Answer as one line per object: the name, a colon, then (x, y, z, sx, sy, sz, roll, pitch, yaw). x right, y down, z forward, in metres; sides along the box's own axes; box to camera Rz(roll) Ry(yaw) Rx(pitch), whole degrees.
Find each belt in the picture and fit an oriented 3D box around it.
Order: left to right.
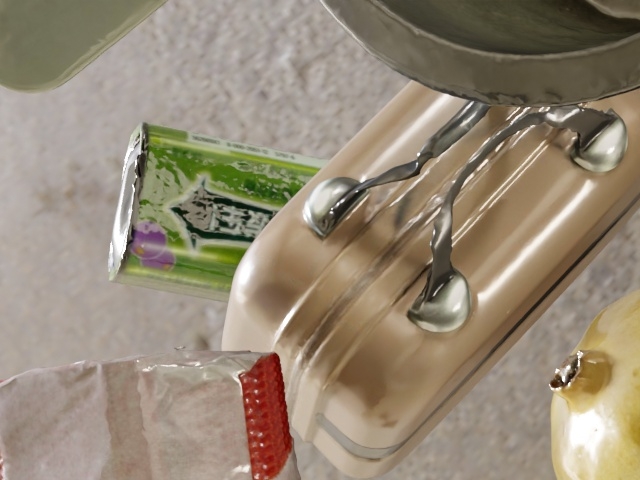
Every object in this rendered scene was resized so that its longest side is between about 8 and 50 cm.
belt: (-0.103, 0.126, 1.025, 0.201, 0.128, 0.124, -11, 83, 33)

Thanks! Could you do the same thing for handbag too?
handbag: (0.081, -0.013, 1.154, 0.149, 0.302, 0.283, 43, 165, 14)

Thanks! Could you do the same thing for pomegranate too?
pomegranate: (0.276, 0.143, 1.391, 0.233, 0.233, 0.233, 18, 125, 26)

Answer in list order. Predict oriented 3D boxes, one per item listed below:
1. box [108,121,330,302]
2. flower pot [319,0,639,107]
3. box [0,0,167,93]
box: (0.000, 0.000, 1.582, 0.345, 0.134, 0.097, 10, 166, -14)
flower pot: (0.128, -0.176, 0.844, 0.269, 0.166, 0.269, -5, 79, 27)
box: (-0.193, -0.338, 1.327, 0.367, 0.090, 0.373, -37, 109, 12)
